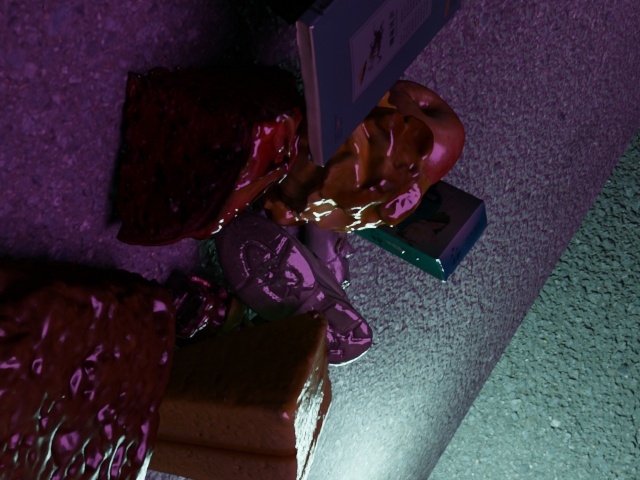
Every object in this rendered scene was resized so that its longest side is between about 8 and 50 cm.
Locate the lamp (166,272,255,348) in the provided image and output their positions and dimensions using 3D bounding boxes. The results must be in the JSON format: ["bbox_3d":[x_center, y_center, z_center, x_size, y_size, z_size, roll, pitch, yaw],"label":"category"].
[{"bbox_3d":[-0.166,0.136,1.499,0.118,0.118,0.253,-59,147,-1],"label":"lamp"}]

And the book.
[{"bbox_3d":[0.094,-0.302,1.211,0.379,0.031,0.264,-50,156,-27],"label":"book"}]

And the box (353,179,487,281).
[{"bbox_3d":[0.176,-0.048,1.741,0.153,0.245,0.092,-51,150,-17],"label":"box"}]

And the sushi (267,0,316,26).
[{"bbox_3d":[0.069,-0.454,1.257,0.294,0.178,0.351,-42,148,-33],"label":"sushi"}]

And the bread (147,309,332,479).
[{"bbox_3d":[-0.182,0.243,1.448,0.245,0.362,0.233,-71,163,-48],"label":"bread"}]

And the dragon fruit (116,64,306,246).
[{"bbox_3d":[-0.126,-0.170,1.246,0.240,0.302,0.330,61,40,-22],"label":"dragon fruit"}]

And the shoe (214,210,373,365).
[{"bbox_3d":[-0.064,0.058,1.550,0.132,0.210,0.342,-43,118,4],"label":"shoe"}]

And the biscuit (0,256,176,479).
[{"bbox_3d":[-0.342,0.196,1.135,0.395,0.166,0.342,6,99,-66],"label":"biscuit"}]

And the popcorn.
[{"bbox_3d":[0.036,-0.118,1.437,0.265,0.225,0.332,7,157,-32],"label":"popcorn"}]

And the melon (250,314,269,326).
[{"bbox_3d":[-0.121,0.186,1.665,0.128,0.079,0.160,-34,171,-2],"label":"melon"}]

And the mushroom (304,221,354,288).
[{"bbox_3d":[0.001,-0.001,1.674,0.096,0.099,0.278,-57,151,-37],"label":"mushroom"}]

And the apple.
[{"bbox_3d":[0.148,-0.186,1.616,0.209,0.209,0.164,-22,153,-49],"label":"apple"}]
